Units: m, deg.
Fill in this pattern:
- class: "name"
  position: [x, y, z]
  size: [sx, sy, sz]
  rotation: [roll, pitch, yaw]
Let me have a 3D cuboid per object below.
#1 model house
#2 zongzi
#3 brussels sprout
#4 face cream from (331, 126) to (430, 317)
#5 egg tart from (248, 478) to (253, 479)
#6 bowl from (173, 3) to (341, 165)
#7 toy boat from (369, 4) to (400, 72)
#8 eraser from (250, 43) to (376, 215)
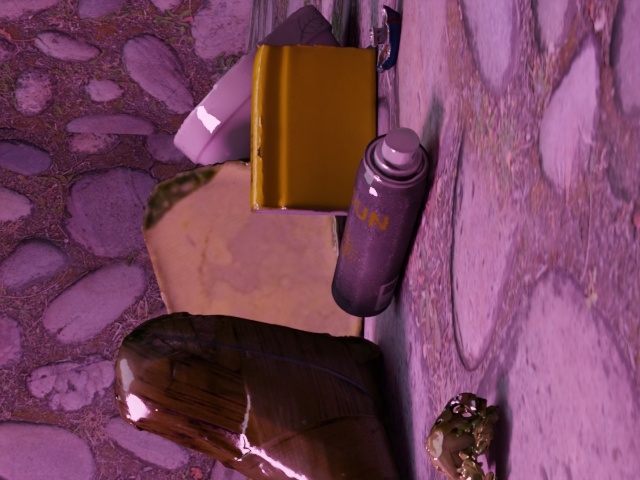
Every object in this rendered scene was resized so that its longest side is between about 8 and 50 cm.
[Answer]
- class: "model house"
  position: [-0.080, 0.043, 1.808]
  size: [0.266, 0.261, 0.321]
  rotation: [-12, -99, -87]
- class: "zongzi"
  position: [-0.063, 0.224, 1.413]
  size: [0.360, 0.323, 0.160]
  rotation: [-108, 28, -58]
- class: "brussels sprout"
  position: [0.115, 0.160, 1.023]
  size: [0.085, 0.058, 0.085]
  rotation: [-166, 90, -71]
- class: "face cream"
  position: [0.064, -0.019, 1.370]
  size: [0.283, 0.073, 0.073]
  rotation: [102, 167, -54]
- class: "egg tart"
  position: [-0.047, 0.395, 1.824]
  size: [0.241, 0.106, 0.241]
  rotation: [49, 152, 37]
- class: "bowl"
  position: [-0.063, -0.190, 1.852]
  size: [0.287, 0.144, 0.287]
  rotation: [-45, -1, -1]
- class: "toy boat"
  position: [0.072, -0.234, 1.486]
  size: [0.038, 0.038, 0.083]
  rotation: [-99, 12, -55]
- class: "eraser"
  position: [-0.009, -0.138, 1.630]
  size: [0.069, 0.158, 0.226]
  rotation: [150, 121, -79]
